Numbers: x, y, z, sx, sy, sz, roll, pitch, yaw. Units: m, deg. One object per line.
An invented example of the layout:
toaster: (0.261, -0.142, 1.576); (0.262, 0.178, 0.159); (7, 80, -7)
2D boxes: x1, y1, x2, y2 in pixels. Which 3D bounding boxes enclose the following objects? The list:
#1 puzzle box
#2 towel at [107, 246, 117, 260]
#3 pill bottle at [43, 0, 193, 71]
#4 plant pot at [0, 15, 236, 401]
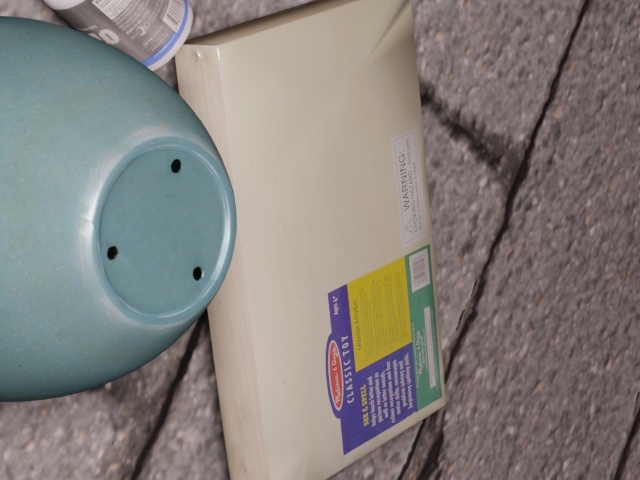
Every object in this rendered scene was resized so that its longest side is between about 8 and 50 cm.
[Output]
puzzle box: (0.000, 0.000, 1.724); (0.272, 0.052, 0.409); (-24, 114, -49)
towel: (-0.129, -0.011, 1.628); (0.110, 0.027, 0.148); (46, 65, -39)
pill bottle: (-0.168, -0.194, 1.517); (0.137, 0.078, 0.078); (41, 68, -42)
plant pot: (-0.175, -0.014, 1.424); (0.290, 0.195, 0.290); (-8, 101, -44)
